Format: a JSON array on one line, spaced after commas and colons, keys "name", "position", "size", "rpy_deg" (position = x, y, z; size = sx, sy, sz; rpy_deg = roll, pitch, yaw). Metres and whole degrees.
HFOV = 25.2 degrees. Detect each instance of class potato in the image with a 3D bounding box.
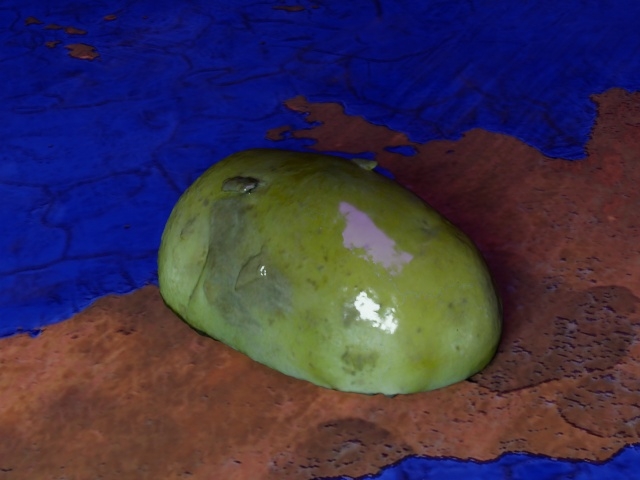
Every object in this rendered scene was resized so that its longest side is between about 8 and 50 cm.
[{"name": "potato", "position": [0.000, 0.000, 0.961], "size": [0.272, 0.111, 0.160], "rpy_deg": [26, 40, 36]}]
